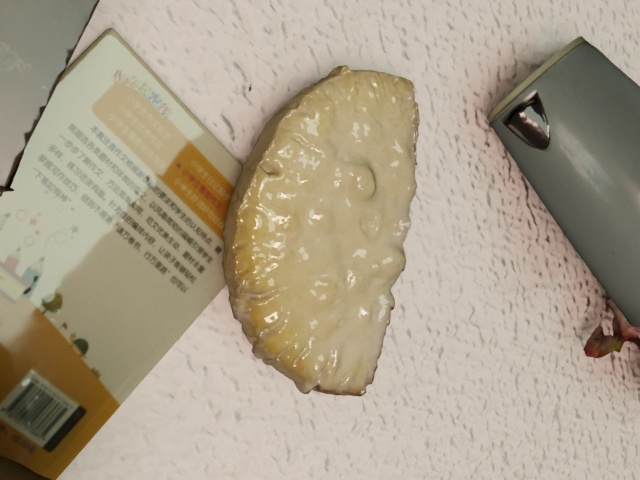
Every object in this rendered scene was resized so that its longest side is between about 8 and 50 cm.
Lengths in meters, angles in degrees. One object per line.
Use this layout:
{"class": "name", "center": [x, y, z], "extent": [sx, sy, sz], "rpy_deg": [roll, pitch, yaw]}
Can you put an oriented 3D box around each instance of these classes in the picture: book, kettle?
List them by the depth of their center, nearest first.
{"class": "book", "center": [-0.184, 0.019, 0.590], "extent": [0.295, 0.020, 0.208], "rpy_deg": [-49, 117, -14]}
{"class": "kettle", "center": [0.290, -0.076, 0.742], "extent": [0.211, 0.160, 0.243], "rpy_deg": [-35, 85, -38]}

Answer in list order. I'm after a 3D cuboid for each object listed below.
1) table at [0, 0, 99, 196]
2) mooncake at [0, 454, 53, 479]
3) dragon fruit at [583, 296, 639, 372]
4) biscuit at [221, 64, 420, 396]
{"class": "table", "center": [-0.253, -0.192, 0.414], "extent": [0.282, 0.196, 0.250], "rpy_deg": [26, 84, -24]}
{"class": "mooncake", "center": [-0.302, 0.276, 0.329], "extent": [0.262, 0.467, 0.467], "rpy_deg": [34, 81, -15]}
{"class": "dragon fruit", "center": [0.481, 0.087, 0.855], "extent": [0.263, 0.314, 0.296], "rpy_deg": [49, 49, -42]}
{"class": "biscuit", "center": [0.000, 0.000, 0.637], "extent": [0.179, 0.084, 0.281], "rpy_deg": [-1, 101, -42]}
